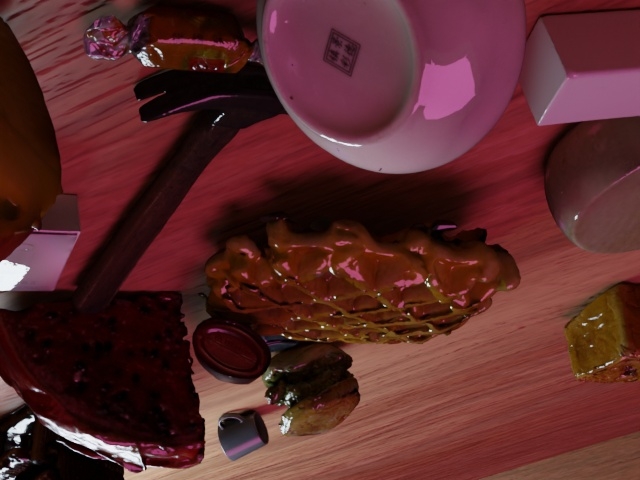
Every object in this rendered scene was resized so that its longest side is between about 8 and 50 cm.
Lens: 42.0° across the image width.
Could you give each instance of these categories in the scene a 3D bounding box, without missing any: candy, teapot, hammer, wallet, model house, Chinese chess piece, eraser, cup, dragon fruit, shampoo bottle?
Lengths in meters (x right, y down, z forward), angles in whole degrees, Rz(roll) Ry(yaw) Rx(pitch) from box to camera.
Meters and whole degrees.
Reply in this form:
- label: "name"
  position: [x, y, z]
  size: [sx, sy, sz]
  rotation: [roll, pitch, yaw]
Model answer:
- label: "candy"
  position: [-0.098, -0.163, 0.676]
  size: [0.182, 0.046, 0.053]
  rotation: [3, 152, -19]
- label: "teapot"
  position: [0.060, -0.168, 0.600]
  size: [0.166, 0.208, 0.299]
  rotation: [-14, 140, -46]
- label: "hammer"
  position: [-0.171, -0.033, 0.884]
  size: [0.168, 0.044, 0.440]
  rotation: [5, 147, -33]
- label: "wallet"
  position: [-0.097, 0.159, 1.292]
  size: [0.129, 0.026, 0.088]
  rotation: [-20, 151, 13]
- label: "model house"
  position: [-0.466, 0.460, 1.407]
  size: [0.317, 0.282, 0.297]
  rotation: [-29, 149, 25]
- label: "Chinese chess piece"
  position: [0.392, -0.083, 0.988]
  size: [0.250, 0.101, 0.250]
  rotation: [-11, 152, -6]
- label: "eraser"
  position: [0.349, -0.177, 0.822]
  size: [0.298, 0.076, 0.078]
  rotation: [-7, 152, -13]
- label: "cup"
  position: [-0.154, 0.370, 1.621]
  size: [0.077, 0.078, 0.100]
  rotation: [-25, 120, 9]
- label: "dragon fruit"
  position: [-0.267, 0.191, 1.149]
  size: [0.240, 0.302, 0.330]
  rotation: [-40, 176, -18]
- label: "shampoo bottle"
  position: [-0.123, 0.156, 1.126]
  size: [0.102, 0.064, 0.260]
  rotation: [26, 166, -1]

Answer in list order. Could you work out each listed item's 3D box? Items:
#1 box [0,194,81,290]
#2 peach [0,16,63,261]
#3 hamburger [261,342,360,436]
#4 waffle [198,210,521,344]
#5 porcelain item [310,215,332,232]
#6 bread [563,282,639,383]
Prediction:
- label: "box"
  position: [-0.331, 0.003, 0.870]
  size: [0.130, 0.051, 0.129]
  rotation: [2, 148, -30]
- label: "peach"
  position: [-0.332, -0.086, 0.452]
  size: [0.242, 0.306, 0.380]
  rotation: [-23, 157, 3]
- label: "hamburger"
  position: [-0.008, 0.237, 1.381]
  size: [0.185, 0.131, 0.159]
  rotation: [5, 139, -44]
- label: "waffle"
  position: [0.038, 0.066, 1.062]
  size: [0.382, 0.095, 0.379]
  rotation: [3, 161, -9]
- label: "porcelain item"
  position: [0.000, 0.000, 1.040]
  size: [0.036, 0.028, 0.083]
  rotation: [-13, 154, -7]
- label: "bread"
  position: [0.538, 0.170, 1.486]
  size: [0.149, 0.143, 0.158]
  rotation: [11, 144, -27]
